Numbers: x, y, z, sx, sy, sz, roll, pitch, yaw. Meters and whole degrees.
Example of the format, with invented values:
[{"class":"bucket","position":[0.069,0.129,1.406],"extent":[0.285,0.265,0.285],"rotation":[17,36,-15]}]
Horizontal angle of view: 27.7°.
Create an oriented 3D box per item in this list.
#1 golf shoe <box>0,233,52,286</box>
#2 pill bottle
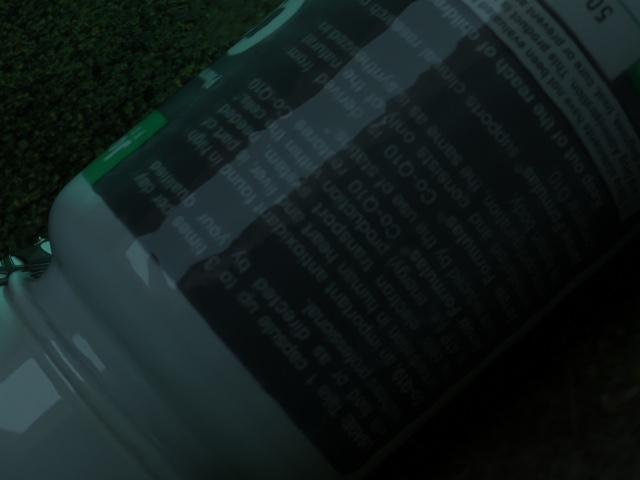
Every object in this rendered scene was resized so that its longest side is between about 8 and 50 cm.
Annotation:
[{"class":"golf shoe","position":[-0.197,0.042,0.847],"extent":[0.198,0.077,0.094],"rotation":[4,44,28]},{"class":"pill bottle","position":[0.000,0.000,0.642],"extent":[0.361,0.204,0.204],"rotation":[-41,41,-6]}]
